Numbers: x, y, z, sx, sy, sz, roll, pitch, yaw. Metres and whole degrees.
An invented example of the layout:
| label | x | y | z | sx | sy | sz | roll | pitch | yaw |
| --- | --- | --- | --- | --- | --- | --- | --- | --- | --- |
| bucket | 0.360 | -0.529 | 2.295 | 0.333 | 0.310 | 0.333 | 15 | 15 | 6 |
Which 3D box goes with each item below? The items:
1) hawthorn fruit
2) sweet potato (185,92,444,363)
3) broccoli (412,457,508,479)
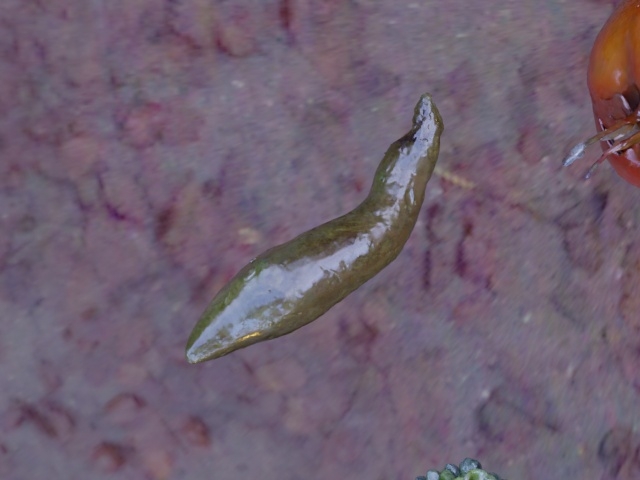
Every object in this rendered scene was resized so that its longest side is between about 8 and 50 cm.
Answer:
| label | x | y | z | sx | sy | sz | roll | pitch | yaw |
| --- | --- | --- | --- | --- | --- | --- | --- | --- | --- |
| hawthorn fruit | 0.287 | -0.115 | 1.181 | 0.211 | 0.299 | 0.211 | 36 | 137 | 42 |
| sweet potato | 0.005 | 0.004 | 0.683 | 0.153 | 0.038 | 0.041 | -44 | 117 | -7 |
| broccoli | 0.095 | 0.286 | 1.076 | 0.247 | 0.243 | 0.263 | 32 | 126 | 8 |
